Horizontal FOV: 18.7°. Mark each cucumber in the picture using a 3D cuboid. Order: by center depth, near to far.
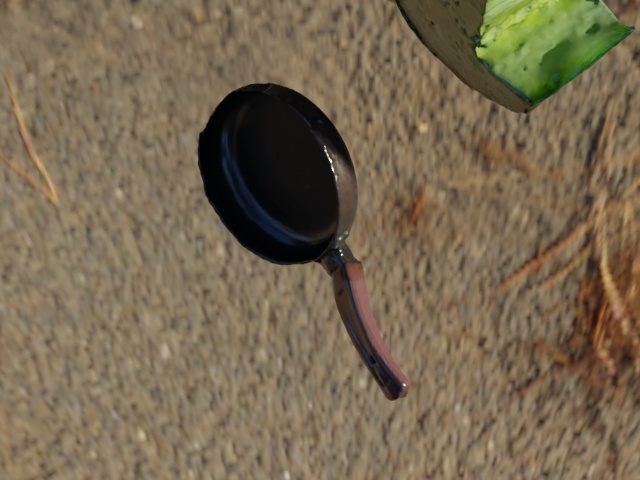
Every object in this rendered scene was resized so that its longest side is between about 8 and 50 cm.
[{"bbox_3d":[0.142,-0.215,1.529,0.130,0.191,0.191,-42,74,-11],"label":"cucumber"}]

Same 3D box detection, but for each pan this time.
[{"bbox_3d":[0.003,-0.001,1.152,0.040,0.115,0.212,-21,71,-39],"label":"pan"}]

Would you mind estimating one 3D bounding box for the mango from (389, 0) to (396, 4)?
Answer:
[{"bbox_3d":[0.078,-0.286,1.747,0.151,0.120,0.221,-8,55,-26],"label":"mango"}]
